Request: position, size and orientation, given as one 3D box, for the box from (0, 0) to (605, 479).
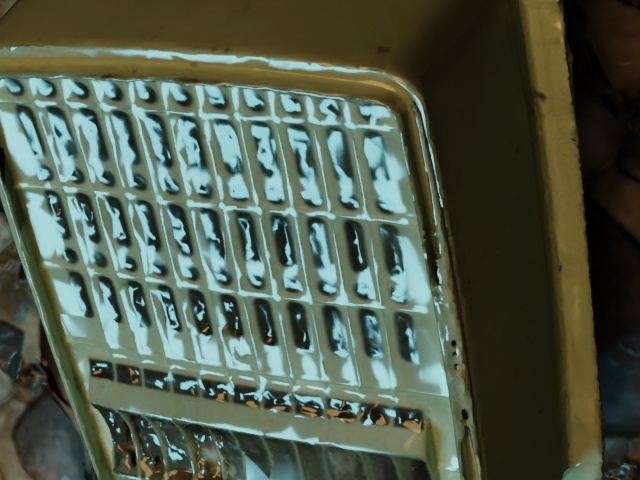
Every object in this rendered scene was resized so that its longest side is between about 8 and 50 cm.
[{"bbox_3d":[0.000,0.000,0.623,0.221,0.166,0.290,7,129,25],"label":"box"}]
